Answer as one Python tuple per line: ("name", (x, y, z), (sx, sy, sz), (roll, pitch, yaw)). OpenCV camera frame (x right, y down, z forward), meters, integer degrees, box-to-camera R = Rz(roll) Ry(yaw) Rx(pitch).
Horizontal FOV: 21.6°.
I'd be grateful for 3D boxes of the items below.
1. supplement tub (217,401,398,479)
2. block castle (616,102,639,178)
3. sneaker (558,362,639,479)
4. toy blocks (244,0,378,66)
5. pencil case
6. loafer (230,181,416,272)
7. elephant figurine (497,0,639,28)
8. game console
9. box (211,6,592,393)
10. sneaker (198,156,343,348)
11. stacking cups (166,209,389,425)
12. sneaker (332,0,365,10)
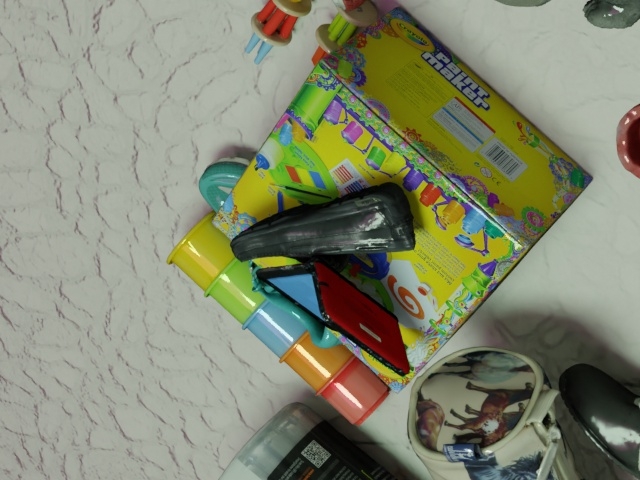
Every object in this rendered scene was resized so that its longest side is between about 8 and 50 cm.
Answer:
("supplement tub", (0.033, 0.379, 2.105), (0.338, 0.207, 0.207), (39, 131, 11))
("block castle", (0.450, -0.223, 1.469), (0.303, 0.213, 0.453), (22, 126, 23))
("sneaker", (0.418, 0.213, 1.820), (0.330, 0.122, 0.146), (36, 116, 10))
("toy blocks", (-0.017, -0.234, 1.890), (0.123, 0.054, 0.148), (43, 131, 7))
("pencil case", (0.250, 0.310, 1.883), (0.183, 0.160, 0.410), (16, 145, 51))
("loafer", (0.000, 0.000, 1.760), (0.223, 0.076, 0.078), (-13, 101, 35))
("elephant figurine", (0.175, -0.268, 1.489), (0.239, 0.169, 0.186), (2, 135, -7))
("game console", (0.012, 0.086, 1.761), (0.085, 0.124, 0.144), (-35, 131, 21))
("box", (0.084, -0.042, 1.848), (0.290, 0.177, 0.279), (43, 131, 6))
("sneaker", (-0.047, 0.012, 2.015), (0.275, 0.110, 0.107), (47, 132, 4))
("stacking cups", (-0.050, 0.103, 2.076), (0.316, 0.096, 0.096), (45, 132, 5))
("sneaker", (-0.003, -0.354, 1.803), (0.092, 0.088, 0.225), (-10, 104, 49))
